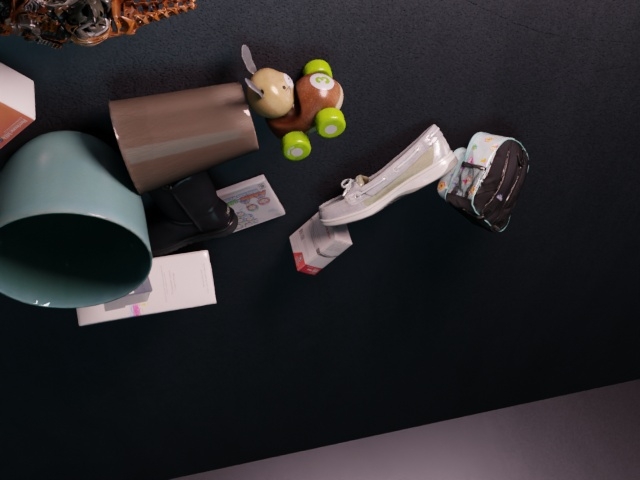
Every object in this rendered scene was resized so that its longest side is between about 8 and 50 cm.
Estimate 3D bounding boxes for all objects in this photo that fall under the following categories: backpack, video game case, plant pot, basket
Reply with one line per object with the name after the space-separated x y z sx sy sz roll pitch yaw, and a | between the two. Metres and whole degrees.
0.350 -0.133 1.802 0.166 0.144 0.188 30 89 -44 | backpack
-0.170 -0.072 1.815 0.157 0.019 0.143 -19 147 6 | video game case
-0.455 -0.053 1.527 0.293 0.235 0.293 -7 145 -5 | plant pot
-0.234 -0.192 1.500 0.227 0.154 0.204 -16 154 -4 | basket

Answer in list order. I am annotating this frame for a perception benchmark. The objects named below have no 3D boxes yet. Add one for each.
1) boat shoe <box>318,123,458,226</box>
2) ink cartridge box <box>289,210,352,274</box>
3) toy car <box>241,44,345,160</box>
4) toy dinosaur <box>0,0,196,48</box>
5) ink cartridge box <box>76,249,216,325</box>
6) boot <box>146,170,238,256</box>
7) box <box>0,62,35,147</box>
0.128 -0.128 1.785 0.321 0.103 0.118 -26 -170 22 | boat shoe
0.000 0.000 1.915 0.056 0.099 0.135 17 136 -39 | ink cartridge box
-0.066 -0.259 1.461 0.149 0.155 0.188 -32 139 24 | toy car
-0.358 -0.360 1.243 0.322 0.164 0.218 -24 166 -20 | toy dinosaur
-0.409 0.105 1.817 0.354 0.119 0.207 -9 179 -9 | ink cartridge box
-0.310 -0.074 1.694 0.247 0.094 0.207 -12 140 16 | boot
-0.567 -0.229 1.361 0.130 0.091 0.170 -32 143 24 | box
